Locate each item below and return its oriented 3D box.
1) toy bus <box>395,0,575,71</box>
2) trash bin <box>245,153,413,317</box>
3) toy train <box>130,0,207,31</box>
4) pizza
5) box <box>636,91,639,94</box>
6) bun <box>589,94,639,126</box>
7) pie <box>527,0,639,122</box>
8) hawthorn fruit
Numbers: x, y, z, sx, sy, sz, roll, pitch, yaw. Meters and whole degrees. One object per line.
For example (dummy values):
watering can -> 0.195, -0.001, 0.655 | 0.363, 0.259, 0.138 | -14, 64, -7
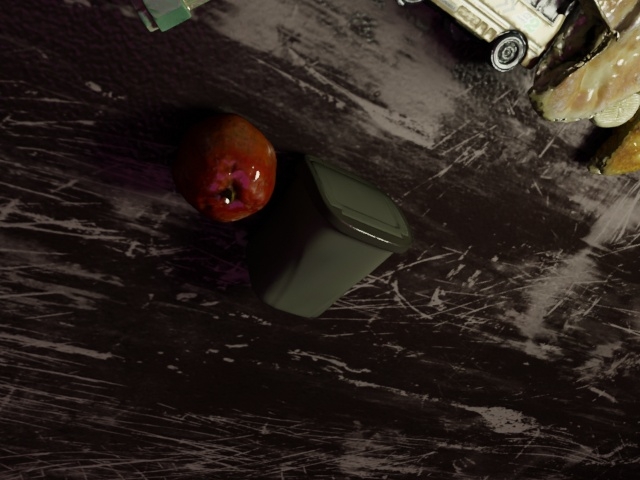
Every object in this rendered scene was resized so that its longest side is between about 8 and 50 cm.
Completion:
toy bus -> 0.217, -0.415, 1.099 | 0.365, 0.177, 0.201 | 23, 112, -33
trash bin -> 0.000, 0.000, 1.351 | 0.220, 0.219, 0.250 | 22, 125, -32
toy train -> -0.177, -0.370, 1.018 | 0.194, 0.125, 0.080 | -26, 137, 3
pizza -> 0.710, -0.234, 1.509 | 0.258, 0.087, 0.268 | 7, 127, -31
box -> 0.546, -0.303, 1.337 | 0.207, 0.041, 0.049 | 17, 130, 13
bun -> 0.562, -0.279, 1.419 | 0.115, 0.069, 0.115 | -1, 129, -1
pie -> 0.472, -0.321, 1.156 | 0.338, 0.075, 0.337 | -21, 145, -16
hawthorn fruit -> -0.152, -0.109, 1.201 | 0.179, 0.200, 0.179 | -10, 126, -14
